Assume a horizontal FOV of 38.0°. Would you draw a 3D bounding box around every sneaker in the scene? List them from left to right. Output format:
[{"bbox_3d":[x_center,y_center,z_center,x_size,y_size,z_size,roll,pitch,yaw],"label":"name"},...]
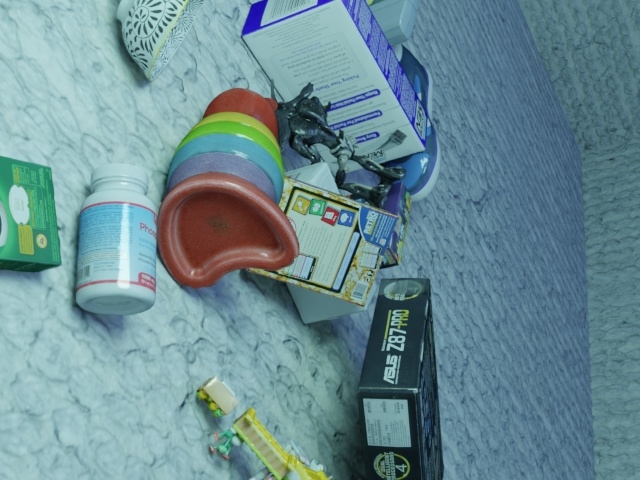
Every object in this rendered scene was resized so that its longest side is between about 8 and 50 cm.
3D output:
[{"bbox_3d":[0.130,-0.257,1.867,0.236,0.130,0.323,24,61,-46],"label":"sneaker"}]

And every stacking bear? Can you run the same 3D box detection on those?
[{"bbox_3d":[-0.120,-0.100,1.259,0.289,0.175,0.164,-85,157,-50],"label":"stacking bear"}]

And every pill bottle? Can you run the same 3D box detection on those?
[{"bbox_3d":[-0.230,-0.002,1.055,0.087,0.087,0.160,30,51,-55],"label":"pill bottle"}]

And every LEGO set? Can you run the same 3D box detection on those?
[{"bbox_3d":[-0.082,0.305,1.228,0.287,0.107,0.132,48,3,-37],"label":"LEGO set"}]

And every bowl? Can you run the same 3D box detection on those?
[{"bbox_3d":[-0.211,-0.299,1.203,0.080,0.170,0.170,30,40,-7],"label":"bowl"}]

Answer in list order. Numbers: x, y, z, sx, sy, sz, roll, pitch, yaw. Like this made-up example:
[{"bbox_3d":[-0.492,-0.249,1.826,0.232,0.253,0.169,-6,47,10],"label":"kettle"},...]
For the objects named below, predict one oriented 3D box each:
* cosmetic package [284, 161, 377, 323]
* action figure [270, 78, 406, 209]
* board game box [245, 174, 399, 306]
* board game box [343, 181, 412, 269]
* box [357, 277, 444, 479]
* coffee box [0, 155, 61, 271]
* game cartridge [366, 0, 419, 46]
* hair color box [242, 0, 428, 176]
[{"bbox_3d":[-0.008,0.006,1.455,0.231,0.117,0.085,68,26,-20],"label":"cosmetic package"},{"bbox_3d":[-0.002,-0.143,1.526,0.275,0.141,0.164,35,50,-17],"label":"action figure"},{"bbox_3d":[0.000,0.000,1.363,0.193,0.045,0.147,19,97,-20],"label":"board game box"},{"bbox_3d":[0.076,-0.018,1.604,0.048,0.141,0.170,57,31,-34],"label":"board game box"},{"bbox_3d":[0.135,0.302,1.457,0.318,0.097,0.395,-67,153,-60],"label":"box"},{"bbox_3d":[-0.336,-0.031,0.912,0.184,0.040,0.113,10,68,-62],"label":"coffee box"},{"bbox_3d":[0.101,-0.496,1.822,0.060,0.196,0.294,41,42,-50],"label":"game cartridge"},{"bbox_3d":[0.034,-0.279,1.598,0.339,0.185,0.110,55,32,-36],"label":"hair color box"}]
